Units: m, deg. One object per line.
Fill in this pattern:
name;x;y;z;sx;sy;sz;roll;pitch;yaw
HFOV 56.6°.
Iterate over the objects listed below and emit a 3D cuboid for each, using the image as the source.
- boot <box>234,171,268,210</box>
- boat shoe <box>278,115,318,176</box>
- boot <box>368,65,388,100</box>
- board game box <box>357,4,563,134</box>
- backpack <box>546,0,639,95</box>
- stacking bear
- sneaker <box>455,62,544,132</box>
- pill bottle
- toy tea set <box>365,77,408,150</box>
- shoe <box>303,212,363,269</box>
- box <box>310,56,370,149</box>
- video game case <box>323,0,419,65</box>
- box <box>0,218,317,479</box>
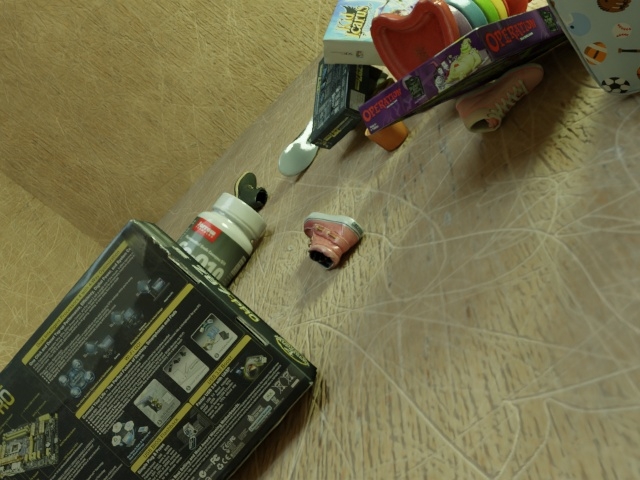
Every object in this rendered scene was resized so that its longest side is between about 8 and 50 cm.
boot;-0.195;-0.146;1.771;0.137;0.077;0.197;-27;42;38
boat shoe;-0.048;-0.256;1.643;0.228;0.080;0.076;-61;5;-24
boot;0.096;-0.362;1.496;0.246;0.083;0.161;-52;-13;-74
board game box;0.233;-0.249;0.816;0.347;0.056;0.208;-30;0;-39
backpack;0.346;-0.289;0.565;0.263;0.276;0.213;-21;38;42
stacking bear;0.259;-0.386;1.049;0.289;0.164;0.175;-39;25;-26
sneaker;0.270;-0.203;0.876;0.134;0.051;0.070;-23;53;26
pill bottle;-0.267;0.033;1.427;0.283;0.161;0.161;-54;19;-12
toy tea set;0.153;-0.328;1.244;0.200;0.124;0.336;-39;21;26
shoe;0.000;0.000;1.048;0.081;0.063;0.178;-50;22;-17
box;0.046;-0.351;1.364;0.183;0.059;0.232;-32;48;59
video game case;0.151;-0.460;1.243;0.244;0.061;0.269;6;49;12
box;-0.249;0.221;0.786;0.395;0.318;0.097;-50;-4;1
